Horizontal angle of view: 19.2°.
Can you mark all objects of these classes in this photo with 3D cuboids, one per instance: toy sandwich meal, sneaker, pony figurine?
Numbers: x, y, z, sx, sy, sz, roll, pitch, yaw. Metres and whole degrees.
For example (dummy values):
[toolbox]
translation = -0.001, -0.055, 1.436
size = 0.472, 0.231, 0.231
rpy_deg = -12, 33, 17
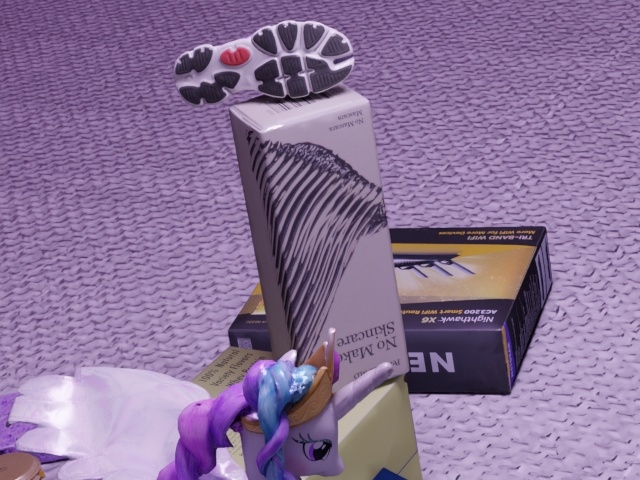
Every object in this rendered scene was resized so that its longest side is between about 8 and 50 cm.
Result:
[toy sandwich meal]
translation = -0.320, 0.247, 1.940
size = 0.086, 0.029, 0.085
rpy_deg = -12, 23, 5
[sneaker]
translation = -0.048, -0.164, 1.691
size = 0.170, 0.068, 0.071
rpy_deg = -4, 16, 21
[pony figurine]
translation = -0.096, 0.238, 1.477
size = 0.351, 0.363, 0.303
rpy_deg = -5, 26, 10

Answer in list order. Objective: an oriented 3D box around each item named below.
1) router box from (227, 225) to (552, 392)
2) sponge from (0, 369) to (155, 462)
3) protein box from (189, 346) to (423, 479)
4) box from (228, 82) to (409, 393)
[router box]
translation = 0.082, 0.073, 2.090
size = 0.309, 0.081, 0.243
rpy_deg = -1, 27, 19
[sponge]
translation = -0.278, 0.194, 2.028
size = 0.210, 0.031, 0.117
rpy_deg = -9, 25, 1
[protein box]
translation = -0.042, 0.214, 1.773
size = 0.201, 0.136, 0.200
rpy_deg = 6, 29, 30
[box]
translation = 0.000, 0.000, 1.723
size = 0.113, 0.275, 0.094
rpy_deg = -18, 24, -16
